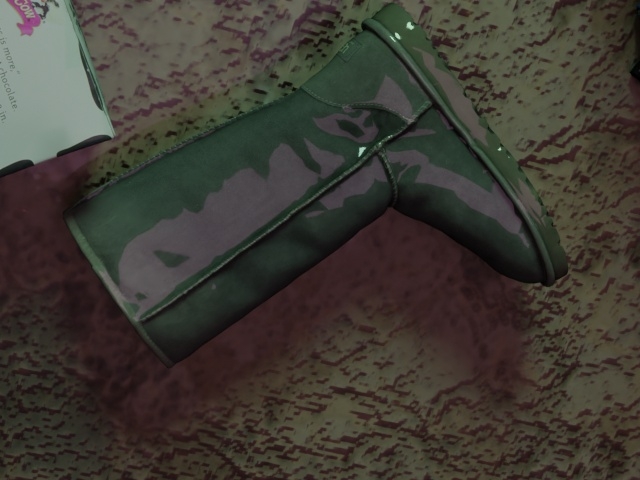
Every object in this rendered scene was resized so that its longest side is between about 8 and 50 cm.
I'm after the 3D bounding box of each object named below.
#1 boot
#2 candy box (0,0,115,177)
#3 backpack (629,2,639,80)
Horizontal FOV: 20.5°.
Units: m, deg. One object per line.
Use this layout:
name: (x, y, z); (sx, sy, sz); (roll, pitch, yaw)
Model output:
boot: (0.000, 0.001, 0.923); (0.208, 0.076, 0.189); (-39, 98, -6)
candy box: (-0.217, -0.099, 0.843); (0.196, 0.070, 0.164); (-19, 111, -5)
backpack: (0.224, -0.113, 0.914); (0.105, 0.114, 0.084); (-14, 111, -7)
